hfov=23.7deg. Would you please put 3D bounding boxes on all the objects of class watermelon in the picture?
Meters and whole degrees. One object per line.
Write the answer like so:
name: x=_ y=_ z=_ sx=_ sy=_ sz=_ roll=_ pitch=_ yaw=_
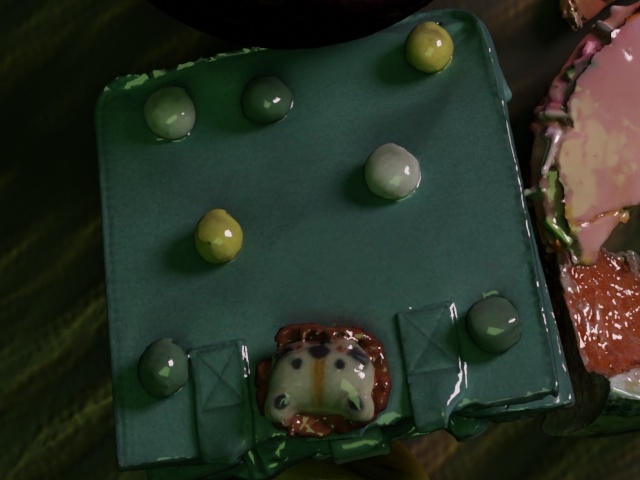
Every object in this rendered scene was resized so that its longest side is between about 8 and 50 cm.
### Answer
watermelon: x=0.195 y=0.073 z=1.029 sx=0.097 sy=0.158 sz=0.121 roll=-7 pitch=141 yaw=-15

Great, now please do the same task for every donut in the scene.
donut: x=0.246 y=-0.064 z=0.988 sx=0.232 sy=0.085 sz=0.199 roll=14 pitch=90 yaw=-7

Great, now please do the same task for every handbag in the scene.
handbag: x=-0.001 y=-0.004 z=0.916 sx=0.268 sy=0.100 sz=0.274 roll=-9 pitch=64 yaw=7

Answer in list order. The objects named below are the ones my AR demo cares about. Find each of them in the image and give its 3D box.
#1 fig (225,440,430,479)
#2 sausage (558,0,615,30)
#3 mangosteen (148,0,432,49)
fig: x=-0.008 y=0.169 z=0.980 sx=0.165 sy=0.144 sz=0.154 roll=-7 pitch=105 yaw=-8
sausage: x=0.226 y=-0.189 z=1.007 sx=0.158 sy=0.036 sz=0.042 roll=-28 pitch=61 yaw=0
mangosteen: x=-0.044 y=-0.254 z=0.842 sx=0.359 sy=0.306 sz=0.306 roll=-16 pitch=97 yaw=-43
